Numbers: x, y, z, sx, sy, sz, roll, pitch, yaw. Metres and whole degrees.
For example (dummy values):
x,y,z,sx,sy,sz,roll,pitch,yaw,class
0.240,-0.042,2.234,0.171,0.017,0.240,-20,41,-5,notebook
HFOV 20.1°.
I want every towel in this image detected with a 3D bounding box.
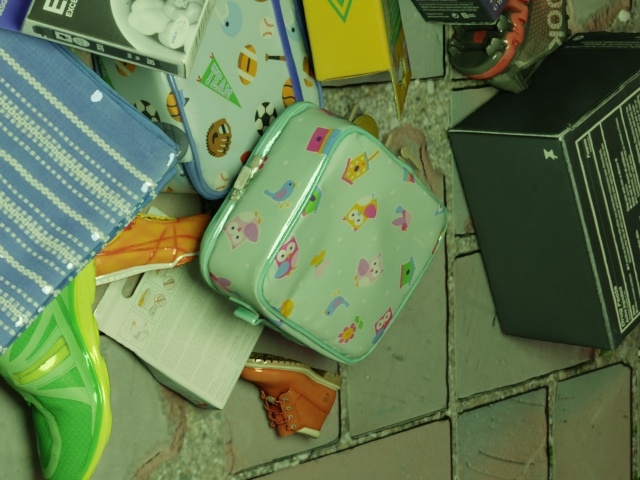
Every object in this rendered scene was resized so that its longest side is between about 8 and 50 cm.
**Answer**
x,y,z,sx,sy,sz,roll,pitch,yaw,class
-0.303,-0.046,1.578,0.243,0.040,0.336,42,59,-4,towel

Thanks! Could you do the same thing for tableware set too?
x,y,z,sx,sy,sz,roll,pitch,yaw,class
0.053,-0.079,2.053,0.154,0.024,0.104,39,70,-43,tableware set

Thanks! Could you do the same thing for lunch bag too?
x,y,z,sx,sy,sz,roll,pitch,yaw,class
-0.110,-0.209,1.799,0.243,0.115,0.303,-33,119,-42,lunch bag
0.000,0.000,1.829,0.224,0.108,0.279,-57,145,-4,lunch bag

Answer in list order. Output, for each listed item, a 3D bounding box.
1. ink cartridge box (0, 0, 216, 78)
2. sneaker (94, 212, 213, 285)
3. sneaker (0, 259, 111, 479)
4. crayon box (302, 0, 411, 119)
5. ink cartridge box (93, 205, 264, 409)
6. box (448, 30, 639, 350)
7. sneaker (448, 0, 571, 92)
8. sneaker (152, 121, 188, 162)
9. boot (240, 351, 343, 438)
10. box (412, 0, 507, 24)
x,y,z,sx,sy,sz,roll,pitch,yaw,class
-0.188,-0.265,1.634,0.045,0.208,0.206,94,12,-67,ink cartridge box
-0.173,-0.004,1.775,0.175,0.064,0.067,-17,110,-36,sneaker
-0.269,0.096,1.689,0.123,0.109,0.295,-12,107,-22,sneaker
0.025,-0.298,1.879,0.203,0.083,0.323,-72,152,-71,crayon box
-0.145,0.072,1.859,0.179,0.045,0.145,35,69,-24,ink cartridge box
0.338,-0.069,2.238,0.294,0.183,0.296,-38,121,-39,box
0.252,-0.299,2.182,0.135,0.098,0.276,35,72,-43,sneaker
-0.183,-0.069,1.729,0.059,0.144,0.053,37,38,-53,sneaker
-0.040,0.169,1.959,0.158,0.059,0.084,25,81,-47,boot
0.146,-0.370,2.052,0.207,0.108,0.153,50,60,-39,box
